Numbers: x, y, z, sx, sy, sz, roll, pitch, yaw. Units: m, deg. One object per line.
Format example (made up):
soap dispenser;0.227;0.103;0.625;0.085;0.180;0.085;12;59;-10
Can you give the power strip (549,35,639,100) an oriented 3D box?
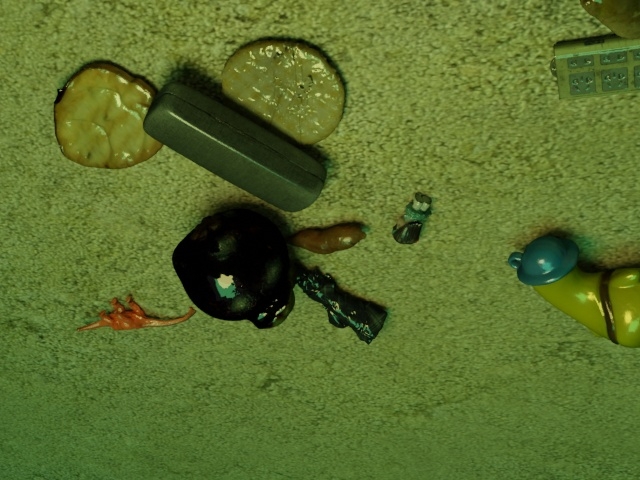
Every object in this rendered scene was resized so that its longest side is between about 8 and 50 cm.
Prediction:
power strip;0.475;-0.262;1.268;0.267;0.034;0.092;-3;130;19

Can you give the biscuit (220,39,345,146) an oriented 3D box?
biscuit;-0.064;-0.242;1.445;0.219;0.033;0.220;9;134;9

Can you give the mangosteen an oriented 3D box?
mangosteen;-0.151;0.054;1.616;0.242;0.243;0.243;8;133;9

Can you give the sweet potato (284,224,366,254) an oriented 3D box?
sweet potato;0.000;0.000;1.640;0.194;0.056;0.056;-4;131;27

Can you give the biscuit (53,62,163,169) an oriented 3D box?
biscuit;-0.389;-0.215;1.563;0.203;0.041;0.260;40;131;-24

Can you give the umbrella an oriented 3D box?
umbrella;0.025;0.122;1.738;0.224;0.080;0.071;35;168;-11

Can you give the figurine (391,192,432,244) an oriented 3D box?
figurine;0.170;-0.036;1.562;0.059;0.047;0.106;-3;135;-32

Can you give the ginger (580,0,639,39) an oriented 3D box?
ginger;0.379;-0.378;1.138;0.116;0.109;0.263;-18;124;32

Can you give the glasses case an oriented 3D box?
glasses case;-0.145;-0.155;1.486;0.323;0.074;0.131;29;154;-18

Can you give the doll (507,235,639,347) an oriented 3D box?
doll;0.500;0.106;1.532;0.362;0.145;0.199;24;139;3

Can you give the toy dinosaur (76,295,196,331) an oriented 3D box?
toy dinosaur;-0.415;0.167;1.913;0.279;0.055;0.101;-10;138;22
